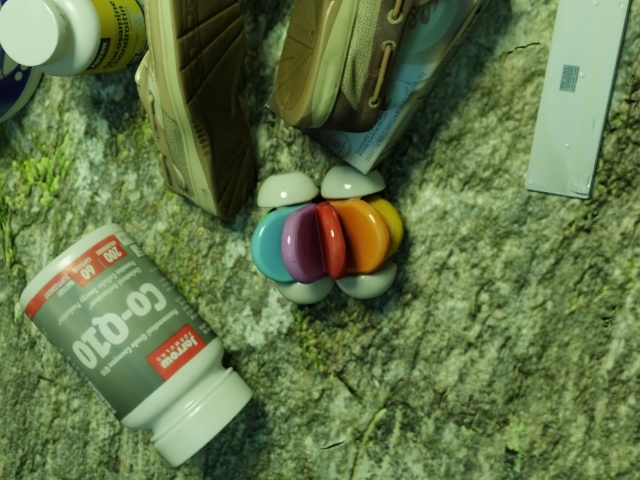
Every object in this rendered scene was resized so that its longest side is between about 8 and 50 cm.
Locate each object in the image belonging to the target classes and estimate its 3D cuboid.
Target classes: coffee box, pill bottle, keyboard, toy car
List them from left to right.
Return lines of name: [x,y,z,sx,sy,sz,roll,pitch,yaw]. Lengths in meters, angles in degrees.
pill bottle: [-0.280,-0.241,0.963,0.103,0.184,0.103,4,106,16]
pill bottle: [-0.225,0.132,1.058,0.161,0.161,0.283,-42,90,22]
toy car: [0.000,0.000,0.968,0.181,0.136,0.159,-6,103,18]
coffee box: [0.068,-0.215,0.911,0.141,0.098,0.247,36,111,5]
keyboard: [0.279,-0.174,0.908,0.072,0.014,0.256,12,107,19]

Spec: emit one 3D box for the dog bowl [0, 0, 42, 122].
dog bowl: [-0.487,-0.268,1.062,0.264,0.104,0.265,4,105,16]

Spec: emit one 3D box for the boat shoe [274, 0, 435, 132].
boat shoe: [0.062,-0.261,0.798,0.123,0.123,0.342,8,111,-26]

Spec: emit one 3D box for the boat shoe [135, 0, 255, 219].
boat shoe: [-0.154,-0.168,0.929,0.110,0.122,0.341,19,136,22]
